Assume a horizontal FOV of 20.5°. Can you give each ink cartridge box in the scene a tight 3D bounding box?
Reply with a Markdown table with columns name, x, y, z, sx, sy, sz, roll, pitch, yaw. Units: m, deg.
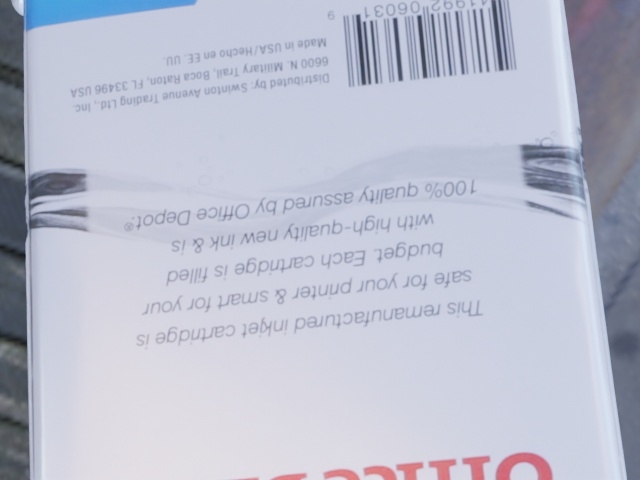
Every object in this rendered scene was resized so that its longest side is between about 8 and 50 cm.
| name | x | y | z | sx | sy | sz | roll | pitch | yaw |
| --- | --- | --- | --- | --- | --- | --- | --- | --- | --- |
| ink cartridge box | 0.000 | 0.000 | 0.490 | 0.148 | 0.203 | 0.086 | -5 | 161 | 5 |

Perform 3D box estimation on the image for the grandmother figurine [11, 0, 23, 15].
| name | x | y | z | sx | sy | sz | roll | pitch | yaw |
| --- | --- | --- | --- | --- | --- | --- | --- | --- | --- |
| grandmother figurine | -0.318 | -0.215 | 1.209 | 0.342 | 0.208 | 0.104 | 4 | 120 | -4 |
